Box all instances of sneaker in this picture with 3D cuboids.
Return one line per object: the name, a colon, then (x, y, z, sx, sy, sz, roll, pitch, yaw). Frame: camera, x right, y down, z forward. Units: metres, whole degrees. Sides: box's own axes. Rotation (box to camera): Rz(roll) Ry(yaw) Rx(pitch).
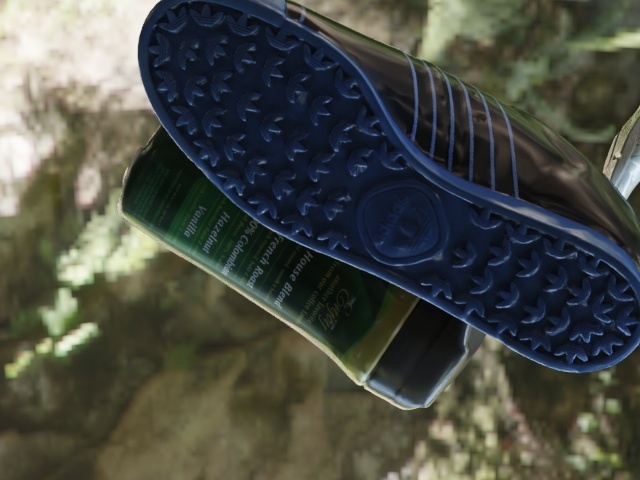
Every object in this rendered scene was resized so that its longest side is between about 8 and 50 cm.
sneaker: (0.034, -0.034, 0.701, 0.232, 0.081, 0.090, 35, -155, -6)
sneaker: (0.274, -0.085, 1.381, 0.061, 0.152, 0.053, 25, -162, -5)

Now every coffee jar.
coffee jar: (0.000, 0.000, 0.835, 0.184, 0.079, 0.096, 35, -148, 5)
